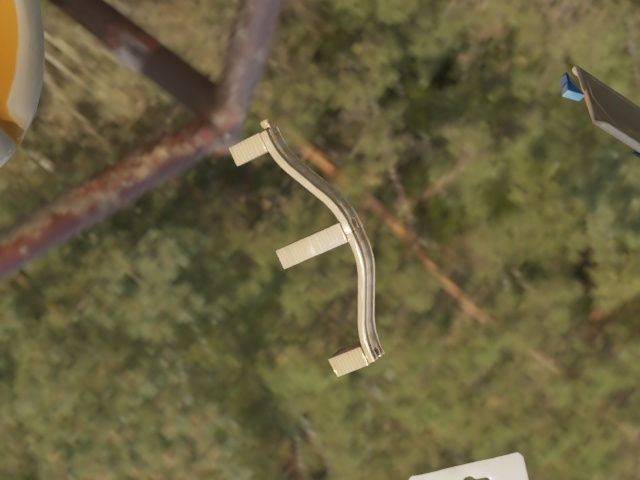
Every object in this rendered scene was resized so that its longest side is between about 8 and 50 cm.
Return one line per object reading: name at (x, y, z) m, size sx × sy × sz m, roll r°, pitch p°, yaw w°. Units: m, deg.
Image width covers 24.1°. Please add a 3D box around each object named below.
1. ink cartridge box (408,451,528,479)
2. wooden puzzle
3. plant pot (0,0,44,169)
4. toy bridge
ink cartridge box at (0.132, 0.271, 1.241) m, size 0.104 × 0.181 × 0.061 m, roll -11°, pitch 177°, yaw -9°
wooden puzzle at (0.198, -0.079, 0.991) m, size 0.014 × 0.116 × 0.078 m, roll -48°, pitch -158°, yaw 26°
plant pot at (-0.205, -0.061, 0.505) m, size 0.205 × 0.188 × 0.205 m, roll 26°, pitch 58°, yaw -52°
toy bridge at (0.000, 0.000, 1.061) m, size 0.063 × 0.188 × 0.026 m, roll -23°, pitch -177°, yaw 32°
